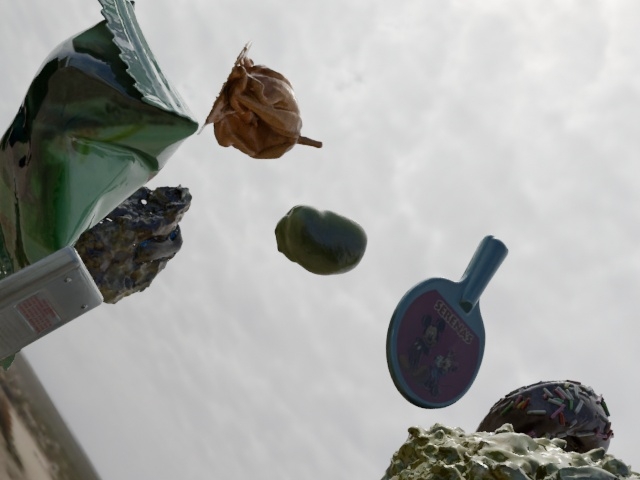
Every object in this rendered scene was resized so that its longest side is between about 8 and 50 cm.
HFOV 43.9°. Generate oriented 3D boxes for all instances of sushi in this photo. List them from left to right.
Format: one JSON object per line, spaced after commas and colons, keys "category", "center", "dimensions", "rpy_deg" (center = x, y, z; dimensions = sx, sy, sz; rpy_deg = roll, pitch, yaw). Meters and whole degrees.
{"category": "sushi", "center": [0.250, 0.402, 0.968], "dimensions": [0.240, 0.396, 0.351], "rpy_deg": [-104, -154, -79]}

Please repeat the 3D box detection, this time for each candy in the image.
{"category": "candy", "center": [-0.302, -0.076, 0.910], "dimensions": [0.172, 0.398, 0.263], "rpy_deg": [29, 21, -45]}

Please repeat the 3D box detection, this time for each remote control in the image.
{"category": "remote control", "center": [-0.291, 0.075, 0.703], "dimensions": [0.029, 0.190, 0.087], "rpy_deg": [52, -16, 27]}

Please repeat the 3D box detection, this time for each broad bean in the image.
{"category": "broad bean", "center": [0.000, 0.000, 1.470], "dimensions": [0.174, 0.124, 0.082], "rpy_deg": [27, 6, -12]}

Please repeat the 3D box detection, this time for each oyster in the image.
{"category": "oyster", "center": [-0.327, -0.003, 1.282], "dimensions": [0.083, 0.214, 0.223], "rpy_deg": [150, -53, -69]}

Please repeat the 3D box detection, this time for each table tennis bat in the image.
{"category": "table tennis bat", "center": [0.161, 0.091, 0.968], "dimensions": [0.153, 0.244, 0.040], "rpy_deg": [49, -28, -24]}

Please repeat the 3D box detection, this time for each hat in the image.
{"category": "hat", "center": [-0.091, -0.252, 1.583], "dimensions": [0.233, 0.233, 0.244], "rpy_deg": [30, -32, -10]}

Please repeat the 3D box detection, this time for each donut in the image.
{"category": "donut", "center": [0.406, 0.367, 1.444], "dimensions": [0.103, 0.269, 0.270], "rpy_deg": [-105, -177, -52]}
